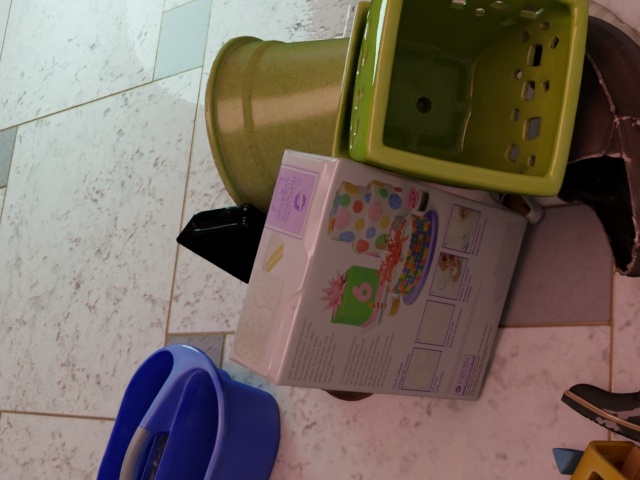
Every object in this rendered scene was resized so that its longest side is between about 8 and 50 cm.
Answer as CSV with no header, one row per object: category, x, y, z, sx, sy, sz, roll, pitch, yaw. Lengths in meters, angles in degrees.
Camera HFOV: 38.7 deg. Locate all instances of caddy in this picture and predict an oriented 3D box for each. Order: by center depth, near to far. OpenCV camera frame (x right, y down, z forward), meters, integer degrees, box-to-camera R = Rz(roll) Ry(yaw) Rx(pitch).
caddy,-0.213,0.325,1.339,0.241,0.179,0.341,16,88,45

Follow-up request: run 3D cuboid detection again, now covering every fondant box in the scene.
fondant box,0.078,0.050,1.041,0.096,0.330,0.238,18,94,47

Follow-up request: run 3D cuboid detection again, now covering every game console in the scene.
game console,0.000,0.000,1.241,0.361,0.213,0.044,-9,65,29

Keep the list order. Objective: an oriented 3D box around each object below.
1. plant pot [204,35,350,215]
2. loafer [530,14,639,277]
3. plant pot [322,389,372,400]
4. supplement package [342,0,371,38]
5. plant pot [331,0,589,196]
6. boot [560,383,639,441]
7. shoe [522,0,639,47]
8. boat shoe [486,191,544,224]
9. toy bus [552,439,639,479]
plant pot,0.023,-0.172,1.256,0.254,0.276,0.276,-8,70,28
loafer,0.310,-0.111,1.002,0.134,0.130,0.366,97,155,-53
plant pot,-0.006,0.124,1.224,0.167,0.165,0.167,-15,67,39
supplement package,0.116,-0.353,1.312,0.105,0.105,0.179,3,78,44
plant pot,0.139,-0.170,1.025,0.207,0.227,0.228,179,101,-74
boot,0.366,0.151,0.947,0.198,0.077,0.137,18,84,31
shoe,0.321,-0.260,1.133,0.219,0.058,0.076,44,151,44
boat shoe,0.238,-0.055,1.149,0.035,0.035,0.100,-54,48,15
toy bus,0.278,0.300,0.915,0.191,0.104,0.202,-32,56,49
